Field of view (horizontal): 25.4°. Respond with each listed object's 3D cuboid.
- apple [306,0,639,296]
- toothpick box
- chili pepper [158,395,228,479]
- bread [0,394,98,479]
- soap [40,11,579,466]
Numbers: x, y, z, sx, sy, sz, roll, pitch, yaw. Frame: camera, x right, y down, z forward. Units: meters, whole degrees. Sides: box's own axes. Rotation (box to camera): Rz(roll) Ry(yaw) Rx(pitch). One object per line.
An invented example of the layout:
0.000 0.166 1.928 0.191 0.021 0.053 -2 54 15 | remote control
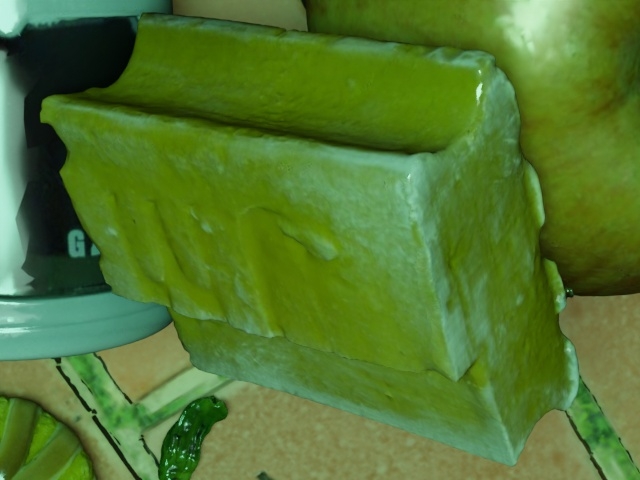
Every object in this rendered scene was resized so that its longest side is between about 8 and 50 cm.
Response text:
0.189 -0.155 0.944 0.400 0.333 0.400 0 100 0 | apple
-0.225 -0.113 1.005 0.263 0.263 0.355 0 101 -1 | toothpick box
-0.107 0.164 1.159 0.030 0.034 0.091 23 101 -39 | chili pepper
-0.280 0.217 1.127 0.213 0.105 0.213 0 98 0 | bread
0.000 0.000 0.874 0.281 0.143 0.259 10 136 37 | soap
